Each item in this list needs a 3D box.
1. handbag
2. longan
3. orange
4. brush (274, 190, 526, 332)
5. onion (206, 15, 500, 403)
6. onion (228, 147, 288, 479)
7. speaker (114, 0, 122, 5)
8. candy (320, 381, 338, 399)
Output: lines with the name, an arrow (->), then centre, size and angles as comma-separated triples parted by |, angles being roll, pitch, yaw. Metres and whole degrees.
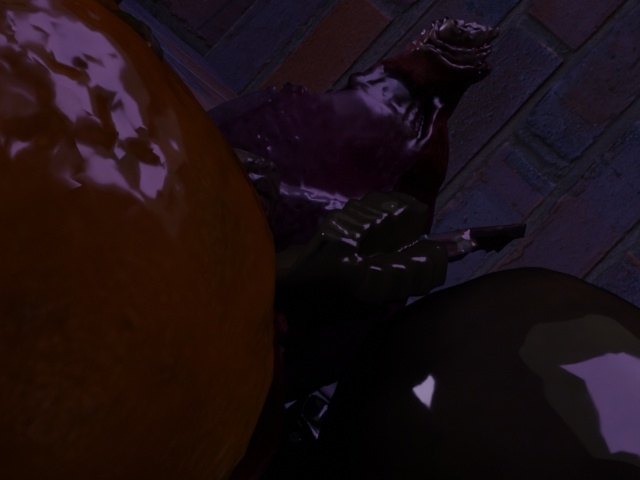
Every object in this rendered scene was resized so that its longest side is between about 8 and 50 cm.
handbag -> 0.018, 0.183, 1.248 | 0.139, 0.072, 0.115 | 51, 7, 28
longan -> 0.130, 0.163, 1.092 | 0.297, 0.297, 0.297 | 43, 6, -5
orange -> -0.141, 0.009, 0.591 | 0.261, 0.261, 0.261 | 43, 6, -5
brush -> 0.059, 0.005, 1.132 | 0.301, 0.084, 0.071 | -11, 76, -58
onion -> 0.000, 0.000, 1.220 | 0.267, 0.349, 0.159 | 16, 43, -57
onion -> -0.096, 0.022, 0.953 | 0.272, 0.195, 0.272 | 57, 11, -18
speaker -> -0.173, -0.143, 1.122 | 0.198, 0.329, 0.259 | 45, -1, 16
candy -> 0.014, 0.103, 1.790 | 0.092, 0.073, 0.160 | 44, 5, -13
